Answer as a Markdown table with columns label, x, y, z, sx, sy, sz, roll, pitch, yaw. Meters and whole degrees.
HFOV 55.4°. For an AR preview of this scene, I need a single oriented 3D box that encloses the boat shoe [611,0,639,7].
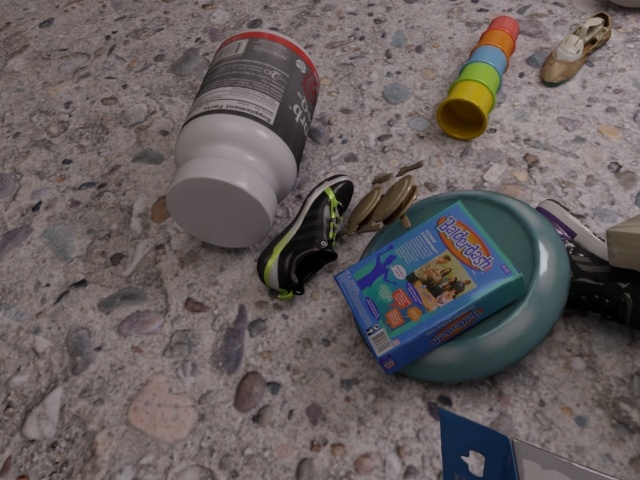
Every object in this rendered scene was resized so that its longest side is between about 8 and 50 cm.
| label | x | y | z | sx | sy | sz | roll | pitch | yaw |
| --- | --- | --- | --- | --- | --- | --- | --- | --- | --- |
| boat shoe | 0.697 | -0.533 | 1.285 | 0.184 | 0.066 | 0.063 | 5 | 34 | 21 |

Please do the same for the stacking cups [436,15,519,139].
| label | x | y | z | sx | sy | sz | roll | pitch | yaw |
| --- | --- | --- | --- | --- | --- | --- | --- | --- | --- |
| stacking cups | 0.322 | -0.327 | 1.169 | 0.096 | 0.096 | 0.316 | 17 | 55 | 23 |

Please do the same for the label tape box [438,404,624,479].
| label | x | y | z | sx | sy | sz | roll | pitch | yaw |
| --- | --- | --- | --- | --- | --- | --- | --- | --- | --- |
| label tape box | 0.255 | 0.304 | 0.569 | 0.333 | 0.241 | 0.106 | 16 | 58 | 23 |

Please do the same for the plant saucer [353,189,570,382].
| label | x | y | z | sx | sy | sz | roll | pitch | yaw |
| --- | --- | --- | --- | --- | --- | --- | --- | --- | --- |
| plant saucer | 0.184 | 0.044 | 0.869 | 0.317 | 0.044 | 0.318 | -16 | 49 | 19 |

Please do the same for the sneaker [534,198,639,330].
| label | x | y | z | sx | sy | sz | roll | pitch | yaw |
| --- | --- | --- | --- | --- | --- | --- | --- | --- | --- |
| sneaker | 0.364 | 0.068 | 0.845 | 0.124 | 0.107 | 0.283 | -35 | 46 | -6 |

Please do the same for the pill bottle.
| label | x | y | z | sx | sy | sz | roll | pitch | yaw |
| --- | --- | --- | --- | --- | --- | --- | --- | --- | --- |
| pill bottle | -0.130 | -0.180 | 1.059 | 0.210 | 0.210 | 0.363 | 2 | 52 | 13 |

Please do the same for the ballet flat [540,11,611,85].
| label | x | y | z | sx | sy | sz | roll | pitch | yaw |
| --- | --- | --- | --- | --- | --- | --- | --- | --- | --- |
| ballet flat | 0.501 | -0.384 | 1.194 | 0.073 | 0.067 | 0.206 | 32 | 63 | 30 |

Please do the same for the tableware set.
| label | x | y | z | sx | sy | sz | roll | pitch | yaw |
| --- | --- | --- | --- | --- | --- | --- | --- | --- | --- |
| tableware set | 0.101 | -0.051 | 0.953 | 0.039 | 0.194 | 0.128 | 38 | 76 | -12 |

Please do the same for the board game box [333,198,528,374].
| label | x | y | z | sx | sy | sz | roll | pitch | yaw |
| --- | --- | --- | --- | --- | --- | --- | --- | --- | --- |
| board game box | 0.141 | 0.058 | 0.819 | 0.210 | 0.047 | 0.160 | -32 | 46 | 5 |

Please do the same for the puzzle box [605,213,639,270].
| label | x | y | z | sx | sy | sz | roll | pitch | yaw |
| --- | --- | --- | --- | --- | --- | --- | --- | --- | --- |
| puzzle box | 0.594 | -0.034 | 0.741 | 0.408 | 0.052 | 0.272 | -19 | 15 | -27 |

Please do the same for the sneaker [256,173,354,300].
| label | x | y | z | sx | sy | sz | roll | pitch | yaw |
| --- | --- | --- | --- | --- | --- | --- | --- | --- | --- |
| sneaker | 0.000 | 0.000 | 0.972 | 0.097 | 0.084 | 0.235 | 27 | 71 | 32 |
